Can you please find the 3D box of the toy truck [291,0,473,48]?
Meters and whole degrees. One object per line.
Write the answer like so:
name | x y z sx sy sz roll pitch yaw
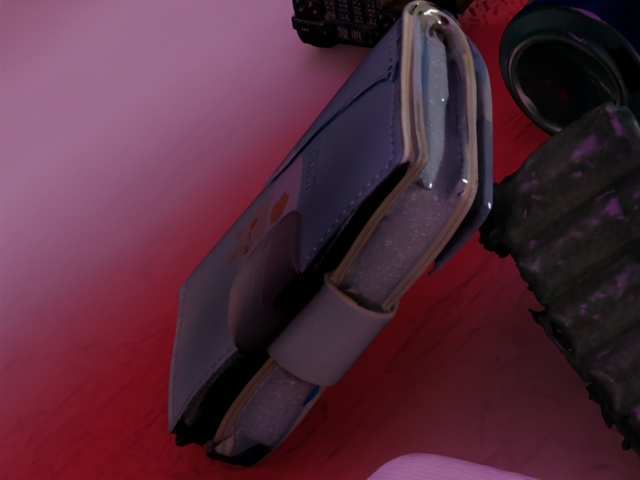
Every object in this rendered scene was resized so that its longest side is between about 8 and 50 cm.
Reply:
toy truck | 0.081 -0.241 1.465 0.127 0.127 0.257 14 48 28

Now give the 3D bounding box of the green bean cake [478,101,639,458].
green bean cake | 0.180 0.041 1.082 0.107 0.193 0.208 -33 75 2

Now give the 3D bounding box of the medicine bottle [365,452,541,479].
medicine bottle | 0.158 0.214 0.802 0.316 0.202 0.202 11 43 25

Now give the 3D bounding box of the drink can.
drink can | 0.215 -0.159 1.329 0.118 0.118 0.205 16 47 31

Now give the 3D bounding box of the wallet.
wallet | 0.000 0.000 1.104 0.075 0.250 0.176 28 35 -20
